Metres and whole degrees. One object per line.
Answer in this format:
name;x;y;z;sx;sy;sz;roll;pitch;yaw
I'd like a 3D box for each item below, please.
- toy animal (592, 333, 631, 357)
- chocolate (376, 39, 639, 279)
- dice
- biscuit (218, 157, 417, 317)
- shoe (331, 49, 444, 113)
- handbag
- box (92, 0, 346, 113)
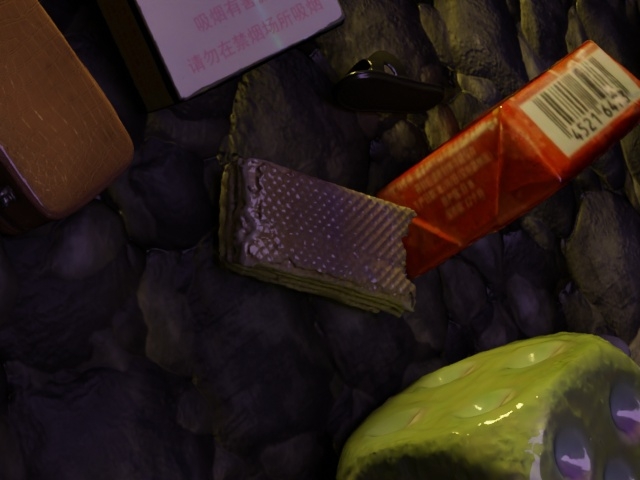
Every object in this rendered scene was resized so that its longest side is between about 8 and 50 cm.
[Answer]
toy animal;0.400;0.242;1.924;0.368;0.196;0.241;21;50;-37
chocolate;0.197;-0.088;1.797;0.108;0.235;0.237;53;44;-2
dice;0.182;0.248;1.640;0.250;0.252;0.254;-30;101;-47
biscuit;0.000;0.000;1.673;0.239;0.062;0.108;17;66;-42
shoe;0.066;-0.167;1.805;0.159;0.062;0.053;6;59;-45
handbag;-0.254;-0.104;1.428;0.193;0.072;0.151;56;43;-20
box;-0.130;-0.294;1.575;0.198;0.084;0.310;-29;99;-28
